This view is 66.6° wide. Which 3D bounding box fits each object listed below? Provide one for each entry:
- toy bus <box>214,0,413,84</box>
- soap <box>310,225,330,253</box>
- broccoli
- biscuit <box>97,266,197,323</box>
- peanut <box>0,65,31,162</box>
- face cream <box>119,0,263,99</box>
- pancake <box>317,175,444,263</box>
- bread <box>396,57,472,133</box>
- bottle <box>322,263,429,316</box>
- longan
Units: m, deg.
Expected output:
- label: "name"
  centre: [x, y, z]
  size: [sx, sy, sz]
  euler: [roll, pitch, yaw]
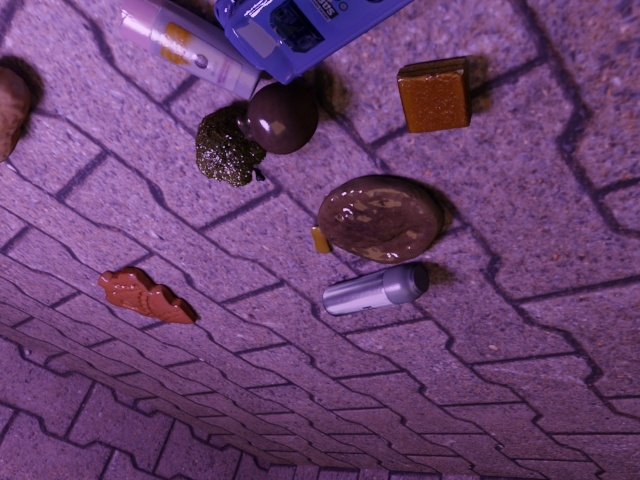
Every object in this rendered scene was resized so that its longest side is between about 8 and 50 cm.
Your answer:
- label: "toy bus"
  centre: [-0.003, -0.272, 0.535]
  size: [0.292, 0.133, 0.125]
  euler: [-18, 132, 39]
- label: "soap"
  centre: [0.000, 0.000, 1.009]
  size: [0.034, 0.012, 0.089]
  euler: [5, 143, 17]
- label: "broccoli"
  centre: [-0.142, -0.150, 0.787]
  size: [0.131, 0.130, 0.120]
  euler: [-8, 179, 19]
- label: "biscuit"
  centre: [-0.509, 0.180, 1.444]
  size: [0.306, 0.043, 0.284]
  euler: [29, 143, -17]
- label: "peanut"
  centre: [-0.600, -0.218, 0.885]
  size: [0.101, 0.117, 0.263]
  euler: [51, 139, -11]
- label: "face cream"
  centre: [-0.175, -0.270, 0.676]
  size: [0.198, 0.057, 0.084]
  euler: [24, 139, -11]
- label: "pancake"
  centre: [0.109, -0.023, 0.900]
  size: [0.242, 0.050, 0.242]
  euler: [12, 145, 9]
- label: "bread"
  centre: [0.155, -0.193, 0.660]
  size: [0.090, 0.035, 0.094]
  euler: [0, 142, 23]
- label: "bottle"
  centre: [0.118, 0.110, 1.059]
  size: [0.254, 0.079, 0.096]
  euler: [-21, 168, 42]
- label: "longan"
  centre: [-0.062, -0.176, 0.712]
  size: [0.119, 0.106, 0.106]
  euler: [-15, 143, -6]
